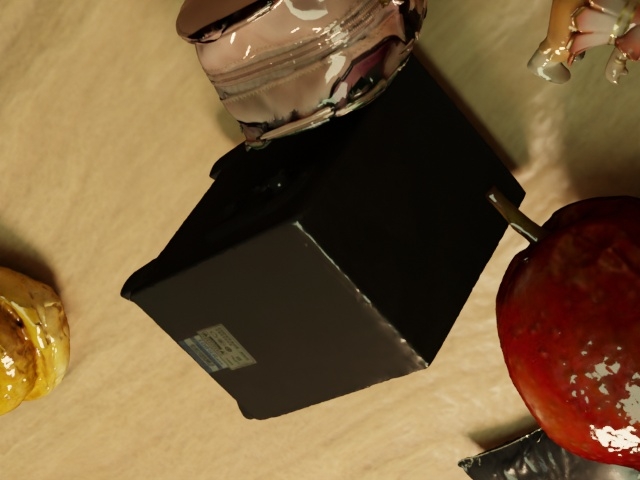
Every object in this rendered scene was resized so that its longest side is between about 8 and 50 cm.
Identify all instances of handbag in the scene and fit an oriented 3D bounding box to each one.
[{"bbox_3d":[-0.012,-0.176,1.122,0.205,0.179,0.116,-18,125,39],"label":"handbag"}]

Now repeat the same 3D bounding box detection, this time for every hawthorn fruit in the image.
[{"bbox_3d":[0.227,0.056,1.155,0.266,0.230,0.210,36,130,-3],"label":"hawthorn fruit"}]

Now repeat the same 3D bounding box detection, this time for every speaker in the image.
[{"bbox_3d":[0.000,0.000,1.230,0.254,0.232,0.184,-24,114,46],"label":"speaker"}]

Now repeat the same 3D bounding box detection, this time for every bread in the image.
[{"bbox_3d":[-0.395,0.099,1.610,0.236,0.120,0.198,21,137,11],"label":"bread"}]

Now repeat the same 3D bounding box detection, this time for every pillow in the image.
[{"bbox_3d":[0.249,0.235,1.428,0.141,0.055,0.208,48,134,-8],"label":"pillow"}]

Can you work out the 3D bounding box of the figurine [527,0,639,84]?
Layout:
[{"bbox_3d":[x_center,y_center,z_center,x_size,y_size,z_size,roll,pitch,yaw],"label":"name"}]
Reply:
[{"bbox_3d":[0.255,-0.141,1.048,0.195,0.111,0.102,20,137,14],"label":"figurine"}]
